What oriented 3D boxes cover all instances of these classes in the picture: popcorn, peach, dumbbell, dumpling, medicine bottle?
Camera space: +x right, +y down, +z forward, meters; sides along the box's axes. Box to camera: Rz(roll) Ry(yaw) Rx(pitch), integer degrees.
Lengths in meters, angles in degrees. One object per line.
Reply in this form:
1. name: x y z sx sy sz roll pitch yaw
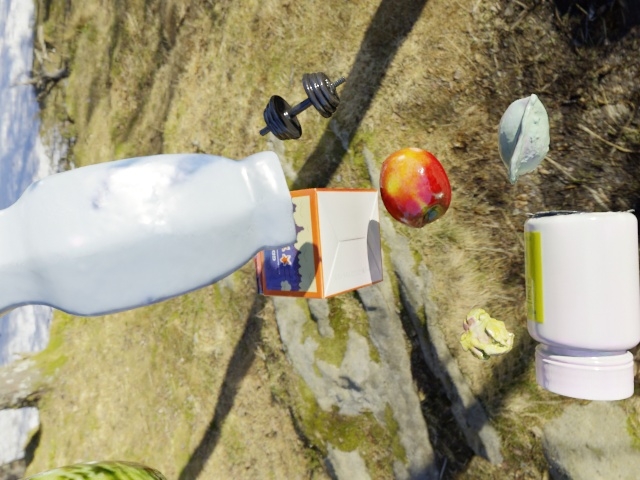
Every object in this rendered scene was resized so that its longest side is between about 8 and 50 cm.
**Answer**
1. popcorn: 0.320 0.187 0.857 0.089 0.097 0.109 -61 12 -3
2. peach: 0.256 -0.150 1.238 0.190 0.196 0.226 -33 56 13
3. dumbbell: -0.039 -0.265 0.885 0.208 0.099 0.099 -27 76 24
4. dumpling: 0.444 -0.206 0.964 0.105 0.216 0.149 -10 54 11
5. medicine bottle: 0.559 0.125 0.958 0.213 0.213 0.378 -3 89 40

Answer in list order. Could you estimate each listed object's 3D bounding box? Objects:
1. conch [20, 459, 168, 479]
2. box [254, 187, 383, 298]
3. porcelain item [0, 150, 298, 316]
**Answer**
1. conch: -0.154 0.226 0.245 0.181 0.187 0.124 39 151 24
2. box: 0.000 0.000 1.419 0.257 0.349 0.318 0 96 38
3. porcelain item: -0.246 -0.010 0.598 0.242 0.405 0.178 -164 62 -74
